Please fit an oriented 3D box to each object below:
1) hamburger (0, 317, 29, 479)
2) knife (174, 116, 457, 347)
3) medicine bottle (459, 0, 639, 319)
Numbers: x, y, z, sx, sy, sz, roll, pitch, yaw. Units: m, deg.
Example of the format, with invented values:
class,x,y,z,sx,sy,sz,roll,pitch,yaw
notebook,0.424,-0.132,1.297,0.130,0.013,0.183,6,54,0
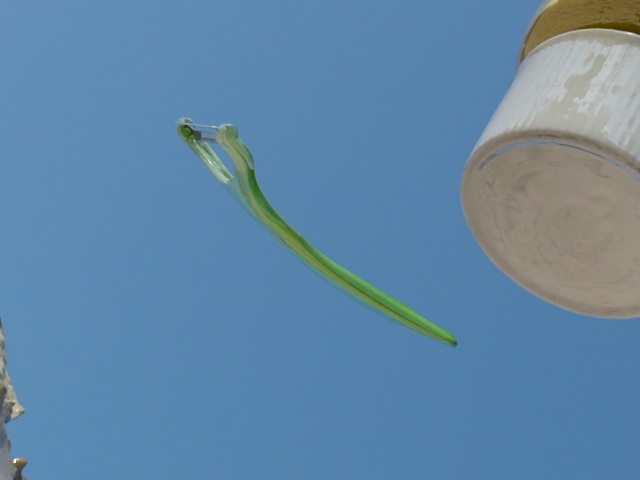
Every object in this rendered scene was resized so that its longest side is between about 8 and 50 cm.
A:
class,x,y,z,sx,sy,sz,roll,pitch,yaw
hamburger,-0.224,0.005,0.716,0.155,0.245,0.282,-86,-176,-49
knife,-0.002,0.002,0.849,0.166,0.022,0.078,43,-5,-21
medicine bottle,0.268,-0.135,1.445,0.224,0.384,0.224,21,-39,18
